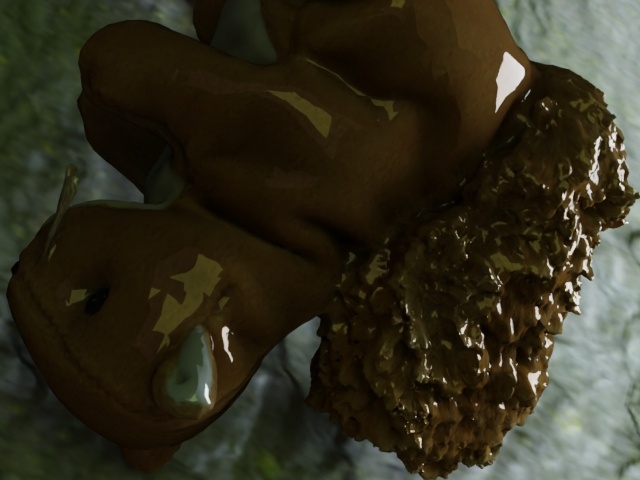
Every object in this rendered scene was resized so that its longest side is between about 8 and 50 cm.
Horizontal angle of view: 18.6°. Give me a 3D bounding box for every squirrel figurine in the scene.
[{"bbox_3d":[0.000,0.000,1.292,0.397,0.281,0.370,33,64,-7],"label":"squirrel figurine"}]
